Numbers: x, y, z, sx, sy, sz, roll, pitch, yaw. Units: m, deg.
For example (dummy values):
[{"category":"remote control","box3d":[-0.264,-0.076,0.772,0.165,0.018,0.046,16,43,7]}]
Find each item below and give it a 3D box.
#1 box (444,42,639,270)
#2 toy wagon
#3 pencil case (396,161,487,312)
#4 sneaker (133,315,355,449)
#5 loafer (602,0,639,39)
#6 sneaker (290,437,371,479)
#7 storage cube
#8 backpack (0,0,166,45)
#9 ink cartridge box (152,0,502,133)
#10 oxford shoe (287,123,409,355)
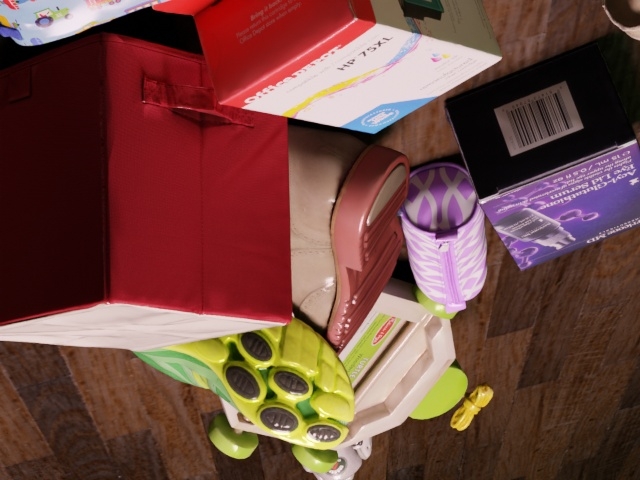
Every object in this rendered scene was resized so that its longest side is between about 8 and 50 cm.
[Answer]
[{"category":"box","box3d":[0.221,-0.073,1.554,0.153,0.108,0.207,-22,156,11]},{"category":"toy wagon","box3d":[0.043,0.142,1.837,0.344,0.068,0.267,17,121,-38]},{"category":"pencil case","box3d":[0.126,-0.003,1.671,0.086,0.088,0.206,-17,157,2]},{"category":"sneaker","box3d":[-0.094,0.099,1.610,0.109,0.295,0.123,-59,174,-5]},{"category":"loafer","box3d":[0.266,-0.251,1.211,0.092,0.102,0.268,-3,145,-25]},{"category":"sneaker","box3d":[0.016,0.206,1.995,0.122,0.146,0.330,-14,155,-2]},{"category":"storage cube","box3d":[-0.148,-0.027,1.243,0.215,0.193,0.184,-11,166,43]},{"category":"backpack","box3d":[-0.159,-0.215,0.977,0.158,0.117,0.173,-17,154,-2]},{"category":"ink cartridge box","box3d":[0.007,-0.150,1.197,0.134,0.078,0.231,-29,159,34]},{"category":"oxford shoe","box3d":[0.000,0.000,1.571,0.130,0.123,0.348,27,148,12]}]
